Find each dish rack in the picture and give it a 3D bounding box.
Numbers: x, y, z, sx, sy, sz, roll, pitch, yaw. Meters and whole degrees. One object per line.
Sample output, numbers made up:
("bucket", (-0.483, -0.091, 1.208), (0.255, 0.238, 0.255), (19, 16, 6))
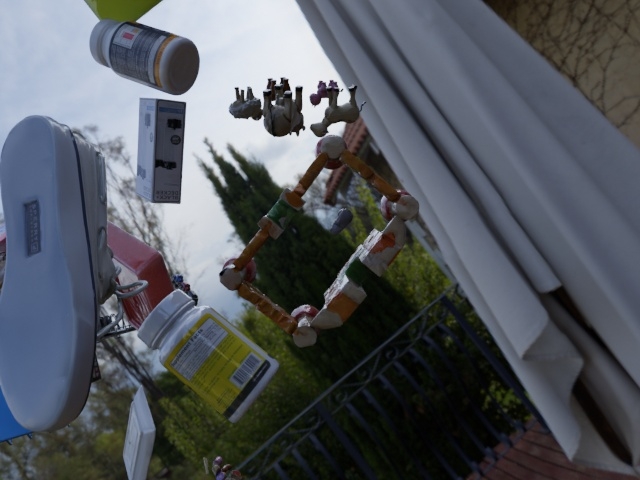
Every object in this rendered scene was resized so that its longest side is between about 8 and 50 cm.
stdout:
("dish rack", (-0.574, 0.232, 1.388), (0.271, 0.074, 0.208), (-17, -4, 30))

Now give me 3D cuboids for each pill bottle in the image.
("pill bottle", (-0.179, 0.180, 0.846), (0.119, 0.208, 0.119), (-51, -3, -4))
("pill bottle", (-0.494, -0.521, 1.486), (0.162, 0.278, 0.162), (-57, -19, -32))

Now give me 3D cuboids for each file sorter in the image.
("file sorter", (-0.649, 0.375, 1.162), (0.170, 0.118, 0.104), (-12, -24, -26))

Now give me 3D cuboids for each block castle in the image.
("block castle", (0.000, 0.000, 1.263), (0.453, 0.303, 0.213), (-52, 3, 3))

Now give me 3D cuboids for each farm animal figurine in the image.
("farm animal figurine", (-0.069, -0.395, 1.649), (0.326, 0.330, 0.172), (-33, -49, -48))

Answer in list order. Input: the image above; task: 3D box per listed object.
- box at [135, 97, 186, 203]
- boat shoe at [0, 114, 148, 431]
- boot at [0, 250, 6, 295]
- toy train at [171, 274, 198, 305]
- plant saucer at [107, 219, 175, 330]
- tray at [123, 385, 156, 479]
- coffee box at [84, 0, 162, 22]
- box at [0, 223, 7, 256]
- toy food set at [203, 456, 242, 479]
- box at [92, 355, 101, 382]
("box", (-0.463, -0.260, 1.529), (0.087, 0.290, 0.169), (-2, 16, -35))
("boat shoe", (-0.301, 0.039, 0.664), (0.135, 0.367, 0.156), (-16, -15, 21))
("boot", (-0.730, 0.057, 1.257), (0.305, 0.115, 0.112), (-48, -8, 11))
("toy train", (-0.383, 0.135, 1.495), (0.027, 0.158, 0.036), (7, -71, -41))
("plant saucer", (-0.349, 0.109, 1.039), (0.047, 0.259, 0.259), (-31, 34, -32))
("tray", (-0.463, 0.511, 1.337), (0.030, 0.145, 0.271), (-2, -54, -33))
("coffee box", (-0.549, -0.882, 1.577), (0.337, 0.338, 0.334), (-14, 34, 37))
("box", (-0.823, 0.016, 1.494), (0.142, 0.154, 0.300), (-14, 30, 23))
("toy food set", (-0.239, 0.584, 1.341), (0.019, 0.122, 0.078), (-49, 30, 4))
("box", (-0.850, 0.385, 1.782), (0.056, 0.231, 0.183), (-15, -3, 24))
